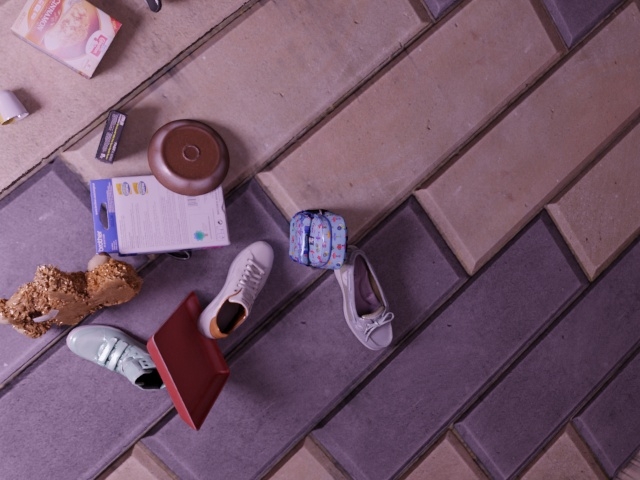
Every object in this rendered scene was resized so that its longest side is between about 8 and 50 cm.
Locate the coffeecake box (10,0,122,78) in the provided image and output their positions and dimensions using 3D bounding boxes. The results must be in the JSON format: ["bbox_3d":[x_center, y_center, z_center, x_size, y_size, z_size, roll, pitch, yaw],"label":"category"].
[{"bbox_3d":[-0.562,-0.471,1.479,0.186,0.068,0.142,30,86,-23],"label":"coffeecake box"}]

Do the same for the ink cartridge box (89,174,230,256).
[{"bbox_3d":[-0.383,-0.062,1.594,0.311,0.065,0.185,-5,83,-23],"label":"ink cartridge box"}]

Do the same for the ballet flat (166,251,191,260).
[{"bbox_3d":[-0.393,0.000,1.628,0.173,0.049,0.057,24,90,-21],"label":"ballet flat"}]

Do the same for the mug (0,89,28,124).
[{"bbox_3d":[-0.693,-0.292,1.461,0.078,0.062,0.064,-30,100,-22],"label":"mug"}]

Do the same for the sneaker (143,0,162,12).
[{"bbox_3d":[-0.468,-0.612,1.490,0.108,0.100,0.271,-45,108,5],"label":"sneaker"}]

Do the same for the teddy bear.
[{"bbox_3d":[-0.573,0.117,1.487,0.338,0.113,0.245,-29,150,18],"label":"teddy bear"}]

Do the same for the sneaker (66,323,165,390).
[{"bbox_3d":[-0.474,0.279,1.585,0.256,0.151,0.094,24,91,-22],"label":"sneaker"}]

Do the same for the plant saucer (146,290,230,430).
[{"bbox_3d":[-0.323,0.289,1.620,0.048,0.259,0.258,-16,106,15],"label":"plant saucer"}]

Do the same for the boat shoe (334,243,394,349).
[{"bbox_3d":[0.127,0.165,1.831,0.118,0.103,0.320,-22,105,-17],"label":"boat shoe"}]

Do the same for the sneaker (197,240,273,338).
[{"bbox_3d":[-0.187,0.127,1.673,0.106,0.123,0.290,40,68,-27],"label":"sneaker"}]

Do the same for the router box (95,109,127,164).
[{"bbox_3d":[-0.483,-0.238,1.533,0.038,0.092,0.122,17,91,-23],"label":"router box"}]

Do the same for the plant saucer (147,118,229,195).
[{"bbox_3d":[-0.313,-0.206,1.599,0.199,0.036,0.198,5,75,-19],"label":"plant saucer"}]

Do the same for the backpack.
[{"bbox_3d":[0.000,0.000,1.718,0.117,0.173,0.158,2,98,-22],"label":"backpack"}]
